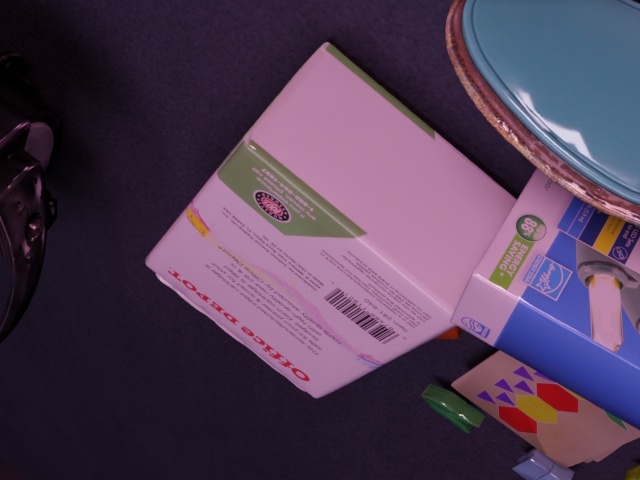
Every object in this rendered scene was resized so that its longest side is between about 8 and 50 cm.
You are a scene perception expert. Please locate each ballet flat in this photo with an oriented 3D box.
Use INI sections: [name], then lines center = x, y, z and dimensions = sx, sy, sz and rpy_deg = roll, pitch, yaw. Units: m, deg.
[ballet flat]
center = 0.224, -0.036, 0.647
dimensions = 0.348, 0.123, 0.123
rpy_deg = 28, 151, 14

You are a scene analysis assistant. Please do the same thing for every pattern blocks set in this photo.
[pattern blocks set]
center = 0.208, 0.133, 0.993
dimensions = 0.285, 0.026, 0.325
rpy_deg = 40, 151, -8

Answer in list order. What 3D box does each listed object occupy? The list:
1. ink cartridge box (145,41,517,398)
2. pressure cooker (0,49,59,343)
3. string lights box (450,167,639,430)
[ink cartridge box]
center = 0.000, 0.000, 0.922
dimensions = 0.201, 0.117, 0.278
rpy_deg = 39, 151, -6
[pressure cooker]
center = -0.444, -0.061, 1.062
dimensions = 0.420, 0.375, 0.370
rpy_deg = 36, 176, -1
[string lights box]
center = 0.232, 0.054, 0.737
dimensions = 0.260, 0.133, 0.077
rpy_deg = 29, 152, 10
